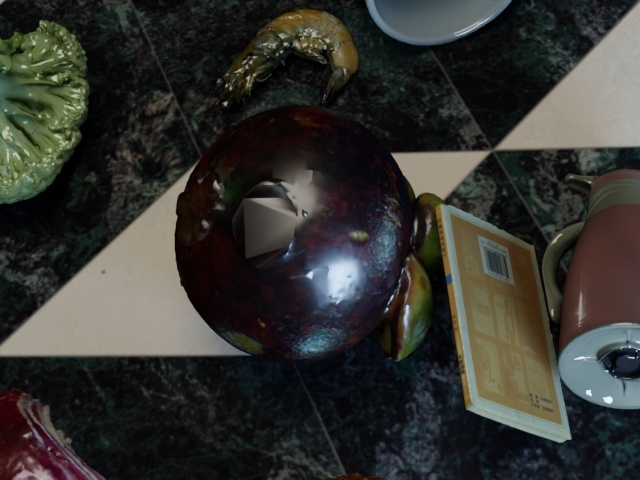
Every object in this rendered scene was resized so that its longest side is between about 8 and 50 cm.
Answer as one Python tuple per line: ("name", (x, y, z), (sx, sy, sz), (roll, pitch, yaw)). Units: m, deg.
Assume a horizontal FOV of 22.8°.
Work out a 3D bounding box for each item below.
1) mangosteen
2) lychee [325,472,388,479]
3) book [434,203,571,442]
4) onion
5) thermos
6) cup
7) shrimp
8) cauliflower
("mangosteen", (-0.012, -0.005, 1.773), (0.311, 0.311, 0.311), (-5, 53, 7))
("lychee", (0.034, 0.314, 1.593), (0.197, 0.165, 0.165), (2, 49, -22))
("book", (0.197, 0.089, 1.721), (0.018, 0.170, 0.242), (-29, 53, 36))
("onion", (-0.357, 0.307, 1.692), (0.280, 0.146, 0.314), (-42, 61, -14))
("thermos", (0.327, 0.043, 1.763), (0.176, 0.146, 0.265), (-22, 40, 28))
("cup", (0.164, -0.422, 2.100), (0.301, 0.227, 0.257), (2, 44, -24))
("shrimp", (-0.040, -0.224, 2.079), (0.150, 0.051, 0.217), (33, 62, 22))
("cauliflower", (-0.440, -0.176, 1.995), (0.272, 0.250, 0.275), (0, 49, 9))
